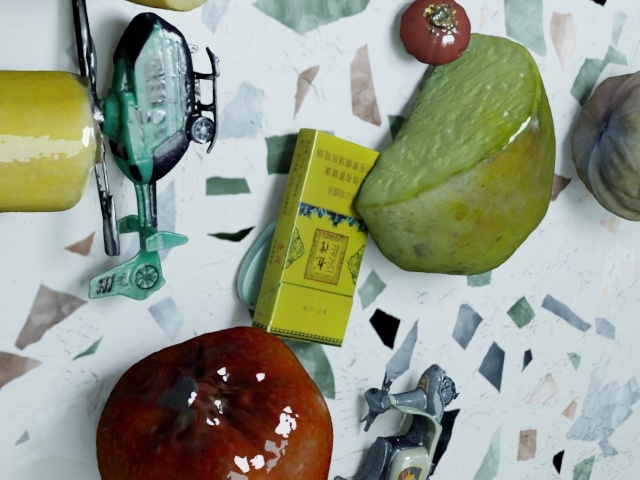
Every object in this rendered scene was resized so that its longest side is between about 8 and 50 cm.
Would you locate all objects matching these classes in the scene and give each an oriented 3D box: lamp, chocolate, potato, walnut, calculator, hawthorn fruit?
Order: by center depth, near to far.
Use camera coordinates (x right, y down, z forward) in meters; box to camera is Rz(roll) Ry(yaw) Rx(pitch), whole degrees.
[{"bbox_3d":[-0.451,-0.100,1.068,0.445,0.162,0.162,-3,105,-33],"label":"chocolate"},{"bbox_3d":[-0.115,0.259,1.335,0.295,0.295,0.311,-55,131,-12],"label":"hawthorn fruit"},{"bbox_3d":[-0.056,0.027,1.469,0.153,0.021,0.095,-53,128,-12],"label":"calculator"},{"bbox_3d":[0.160,-0.292,1.499,0.101,0.090,0.101,2,76,-10],"label":"lamp"},{"bbox_3d":[0.248,-0.079,1.532,0.330,0.212,0.280,-57,134,-19],"label":"potato"},{"bbox_3d":[0.533,-0.151,1.720,0.248,0.248,0.248,-12,110,-35],"label":"walnut"}]

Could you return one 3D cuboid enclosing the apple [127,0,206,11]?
[{"bbox_3d":[-0.180,-0.401,1.102,0.314,0.252,0.309,19,94,-31],"label":"apple"}]

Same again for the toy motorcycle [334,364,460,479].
[{"bbox_3d":[0.117,0.308,1.640,0.157,0.091,0.263,15,96,-35],"label":"toy motorcycle"}]

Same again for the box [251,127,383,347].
[{"bbox_3d":[0.000,-0.001,1.467,0.153,0.041,0.279,15,88,-48],"label":"box"}]

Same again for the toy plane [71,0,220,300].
[{"bbox_3d":[-0.208,-0.113,1.268,0.155,0.106,0.382,-9,109,-29],"label":"toy plane"}]
